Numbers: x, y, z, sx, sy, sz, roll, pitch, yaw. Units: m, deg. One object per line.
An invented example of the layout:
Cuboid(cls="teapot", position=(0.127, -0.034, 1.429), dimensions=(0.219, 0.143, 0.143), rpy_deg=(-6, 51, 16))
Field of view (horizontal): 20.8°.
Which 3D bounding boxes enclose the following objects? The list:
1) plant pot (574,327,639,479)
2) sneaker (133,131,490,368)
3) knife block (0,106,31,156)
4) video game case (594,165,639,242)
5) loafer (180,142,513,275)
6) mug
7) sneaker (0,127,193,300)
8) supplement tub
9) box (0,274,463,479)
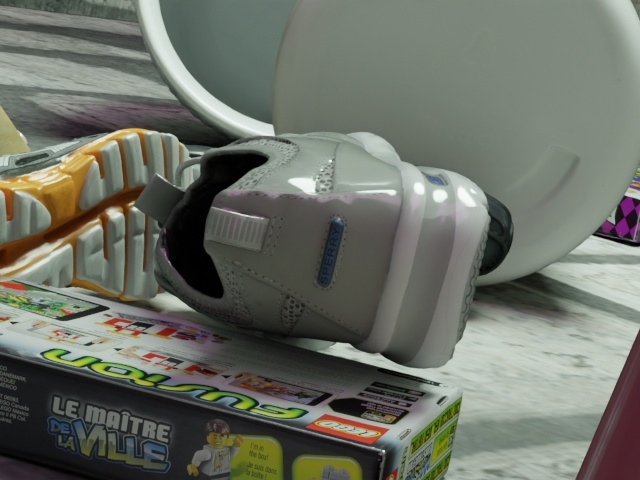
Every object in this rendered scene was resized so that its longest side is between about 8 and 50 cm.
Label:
Cuboid(cls="plant pot", position=(0.141, 0.063, 0.391), dimensions=(0.201, 0.180, 0.201), rpy_deg=(9, 9, -1))
Cuboid(cls="sneaker", position=(-0.025, -0.012, 0.746), dimensions=(0.115, 0.105, 0.281), rpy_deg=(16, -5, -15))
Cuboid(cls="knife block", position=(-0.327, -0.065, 1.002), dimensions=(0.088, 0.242, 0.275), rpy_deg=(22, -30, 46))
Cuboid(cls="video game case", position=(0.244, -0.042, 1.497), dimensions=(0.210, 0.042, 0.232), rpy_deg=(19, 13, 39))
Cuboid(cls="loafer", position=(0.000, 0.000, 0.955), dimensions=(0.223, 0.076, 0.078), rpy_deg=(6, 47, -14))
Cuboid(cls="mug", position=(0.023, -0.190, 1.524), dimensions=(0.374, 0.276, 0.328), rpy_deg=(25, -1, -4))
Cuboid(cls="sneaker", position=(-0.135, -0.011, 0.815), dimensions=(0.083, 0.084, 0.215), rpy_deg=(8, 11, 32))
Cuboid(cls="supplement tub", position=(0.085, -0.105, 1.155), dimensions=(0.228, 0.228, 0.316), rpy_deg=(10, 9, -1))
Cuboid(cls="box", position=(-0.061, 0.057, 0.642), dimensions=(0.207, 0.036, 0.114), rpy_deg=(13, 10, 16))
